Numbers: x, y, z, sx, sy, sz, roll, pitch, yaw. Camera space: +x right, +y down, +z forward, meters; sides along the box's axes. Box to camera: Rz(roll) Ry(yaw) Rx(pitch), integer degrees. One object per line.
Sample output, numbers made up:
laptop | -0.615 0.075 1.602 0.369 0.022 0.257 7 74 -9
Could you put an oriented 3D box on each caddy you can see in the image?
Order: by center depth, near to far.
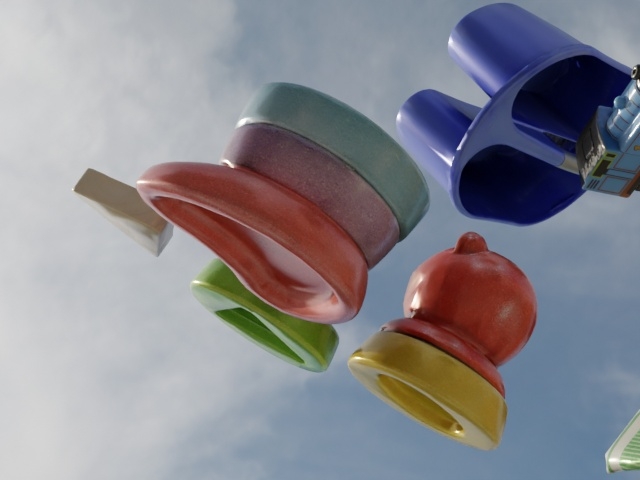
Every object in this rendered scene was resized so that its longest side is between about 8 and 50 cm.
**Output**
caddy | 0.261 -0.139 1.080 0.341 0.179 0.241 5 -54 -49

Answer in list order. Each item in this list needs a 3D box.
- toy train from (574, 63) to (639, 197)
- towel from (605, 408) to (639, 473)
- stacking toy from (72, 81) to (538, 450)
toy train | 0.324 -0.114 0.847 0.105 0.080 0.184 8 -36 -9
towel | 0.573 0.246 1.255 0.038 0.248 0.325 53 -28 -3
stacking toy | 0.000 0.000 0.638 0.279 0.130 0.309 14 -25 46
